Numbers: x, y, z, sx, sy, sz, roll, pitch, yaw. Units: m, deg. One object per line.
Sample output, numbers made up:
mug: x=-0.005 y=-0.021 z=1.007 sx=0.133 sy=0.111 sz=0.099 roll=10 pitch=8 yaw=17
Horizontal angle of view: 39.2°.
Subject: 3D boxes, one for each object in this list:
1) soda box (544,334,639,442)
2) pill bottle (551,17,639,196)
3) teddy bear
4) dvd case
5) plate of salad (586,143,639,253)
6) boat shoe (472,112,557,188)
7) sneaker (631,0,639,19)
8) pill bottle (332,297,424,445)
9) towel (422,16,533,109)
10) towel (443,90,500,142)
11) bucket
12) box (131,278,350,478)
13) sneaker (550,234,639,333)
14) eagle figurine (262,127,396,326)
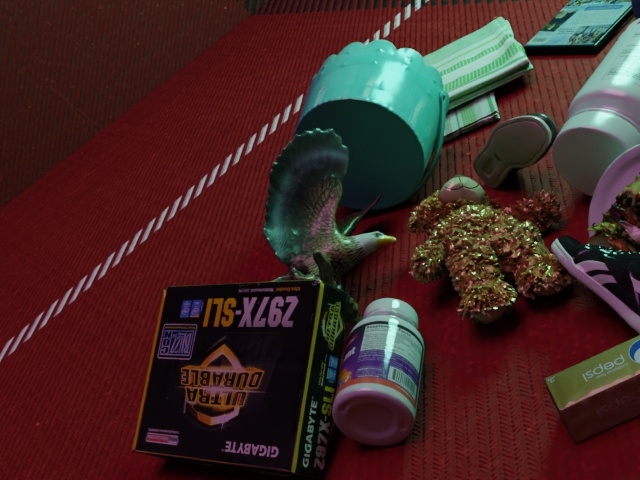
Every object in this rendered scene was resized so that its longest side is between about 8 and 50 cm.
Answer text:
soda box: x=0.352 y=0.156 z=1.018 sx=0.181 sy=0.061 sz=0.058 roll=-27 pitch=30 yaw=8
pill bottle: x=0.473 y=-0.202 z=1.360 sx=0.160 sy=0.160 sz=0.283 roll=5 pitch=45 yaw=47
teddy bear: x=0.241 y=-0.002 z=1.326 sx=0.245 sy=0.113 sz=0.338 roll=-19 pitch=31 yaw=18
dvd case: x=0.554 y=-0.456 z=1.824 sx=0.253 sy=0.022 sz=0.180 roll=-44 pitch=32 yaw=-22
plate of salad: x=0.417 y=-0.032 z=1.154 sx=0.200 sy=0.048 sz=0.200 roll=-17 pitch=69 yaw=56
boat shoe: x=0.319 y=-0.156 z=1.439 sx=0.079 sy=0.084 sz=0.233 roll=-33 pitch=-5 yaw=-16
sneaker: x=0.714 y=-0.486 z=1.606 sx=0.315 sy=0.127 sz=0.182 roll=-18 pitch=29 yaw=20
pill bottle: x=0.083 y=0.170 z=1.210 sx=0.108 sy=0.108 sz=0.193 roll=-17 pitch=31 yaw=25
towel: x=0.304 y=-0.367 z=1.888 sx=0.247 sy=0.038 sz=0.325 roll=-25 pitch=25 yaw=13
towel: x=0.274 y=-0.235 z=1.755 sx=0.152 sy=0.023 sz=0.113 roll=-24 pitch=27 yaw=18
bucket: x=0.087 y=-0.200 z=1.627 sx=0.281 sy=0.281 sz=0.183 roll=-14 pitch=34 yaw=29
box: x=-0.118 y=0.192 z=1.283 sx=0.322 sy=0.079 sz=0.257 roll=-4 pitch=68 yaw=40
sneaker: x=0.392 y=0.028 z=1.114 sx=0.121 sy=0.079 sz=0.217 roll=-54 pitch=41 yaw=13
eagle figurine: x=0.011 y=0.000 z=1.451 sx=0.298 sy=0.225 sz=0.226 roll=-99 pitch=26 yaw=-44
